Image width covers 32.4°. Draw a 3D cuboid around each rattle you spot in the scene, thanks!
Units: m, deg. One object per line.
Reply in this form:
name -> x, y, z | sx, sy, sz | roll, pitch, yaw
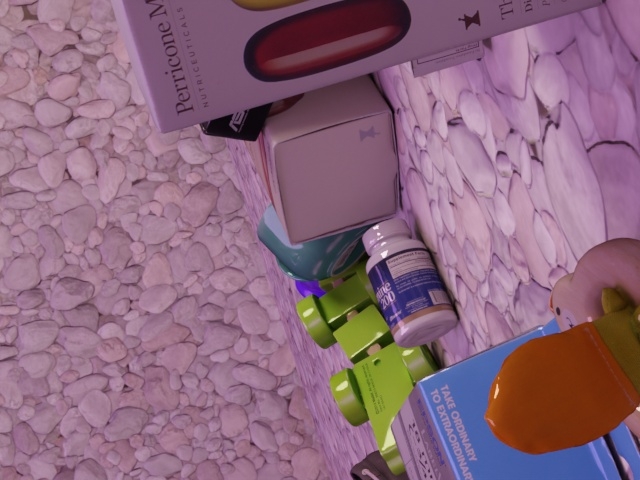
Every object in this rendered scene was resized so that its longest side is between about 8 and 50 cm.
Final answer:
rattle -> 0.136, 0.075, 0.635 | 0.130, 0.142, 0.199 | 55, 170, -16

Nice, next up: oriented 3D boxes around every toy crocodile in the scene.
toy crocodile -> 0.064, 0.127, 1.279 | 0.105, 0.115, 0.341 | 49, -169, -42

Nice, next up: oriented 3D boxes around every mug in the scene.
mug -> 0.006, -0.012, 1.297 | 0.097, 0.129, 0.158 | 43, 172, 16

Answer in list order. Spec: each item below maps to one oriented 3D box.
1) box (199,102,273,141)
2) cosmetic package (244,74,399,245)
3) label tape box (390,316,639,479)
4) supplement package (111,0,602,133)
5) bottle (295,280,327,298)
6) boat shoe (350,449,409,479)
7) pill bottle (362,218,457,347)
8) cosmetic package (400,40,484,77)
box -> -0.071, -0.266, 1.070 | 0.270, 0.060, 0.216 | -62, 36, 33
cosmetic package -> -0.027, -0.154, 1.212 | 0.296, 0.129, 0.153 | -117, 14, -45
label tape box -> 0.157, 0.212, 0.870 | 0.334, 0.105, 0.241 | 97, 153, -71
supplement package -> 0.004, -0.167, 0.592 | 0.134, 0.244, 0.139 | -126, 19, -64
bottle -> 0.000, 0.000, 1.478 | 0.118, 0.092, 0.283 | -108, 6, -48
boat shoe -> 0.134, 0.412, 1.461 | 0.335, 0.095, 0.112 | -117, 13, -48
pill bottle -> 0.085, 0.041, 1.105 | 0.067, 0.067, 0.120 | 90, 160, -65
cosmetic package -> 0.049, -0.212, 0.835 | 0.239, 0.060, 0.099 | -121, 18, -58
